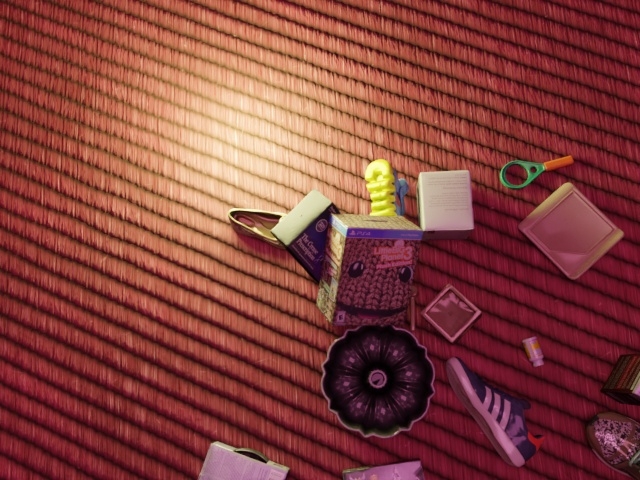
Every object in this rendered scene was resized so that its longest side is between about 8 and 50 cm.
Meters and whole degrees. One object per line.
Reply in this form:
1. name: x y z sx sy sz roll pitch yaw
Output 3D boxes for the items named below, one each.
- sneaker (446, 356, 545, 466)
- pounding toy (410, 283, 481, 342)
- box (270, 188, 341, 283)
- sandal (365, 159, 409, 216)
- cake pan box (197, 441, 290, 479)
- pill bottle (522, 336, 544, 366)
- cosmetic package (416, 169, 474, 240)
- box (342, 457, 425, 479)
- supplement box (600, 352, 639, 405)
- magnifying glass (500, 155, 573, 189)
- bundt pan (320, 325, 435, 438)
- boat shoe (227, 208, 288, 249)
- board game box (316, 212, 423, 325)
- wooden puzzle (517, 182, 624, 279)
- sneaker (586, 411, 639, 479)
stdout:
1. sneaker: 0.505 0.464 1.794 0.148 0.131 0.350 -33 83 -10
2. pounding toy: 0.346 0.216 1.876 0.181 0.094 0.206 -46 69 -1
3. box: 0.000 0.000 1.856 0.184 0.261 0.103 -47 48 -7
4. sandal: 0.218 -0.086 1.934 0.126 0.138 0.317 1 85 41
5. cake pan box: -0.243 0.746 1.819 0.246 0.070 0.266 16 80 6
6. pill bottle: 0.632 0.329 1.846 0.043 0.043 0.083 -17 77 1
7. cosmetic package: 0.378 -0.103 1.908 0.152 0.151 0.183 -3 78 4
8. box: 0.191 0.737 1.788 0.231 0.056 0.183 -9 78 3
9. supplement box: 0.871 0.382 1.713 0.073 0.239 0.130 32 82 9
10. magnifying glass: 0.684 -0.225 1.975 0.231 0.026 0.092 -16 76 3
11. bundt pan: 0.167 0.405 1.829 0.331 0.124 0.330 -1 78 4
12. boat shoe: -0.155 -0.039 1.970 0.285 0.089 0.104 10 78 7
13. board game box: 0.136 0.082 1.770 0.232 0.141 0.290 1 108 -20
14. wooden puzzle: 0.766 -0.029 1.918 0.221 0.044 0.238 -41 73 -4
15. sneaker: 0.919 0.620 1.686 0.410 0.182 0.158 39 84 12
